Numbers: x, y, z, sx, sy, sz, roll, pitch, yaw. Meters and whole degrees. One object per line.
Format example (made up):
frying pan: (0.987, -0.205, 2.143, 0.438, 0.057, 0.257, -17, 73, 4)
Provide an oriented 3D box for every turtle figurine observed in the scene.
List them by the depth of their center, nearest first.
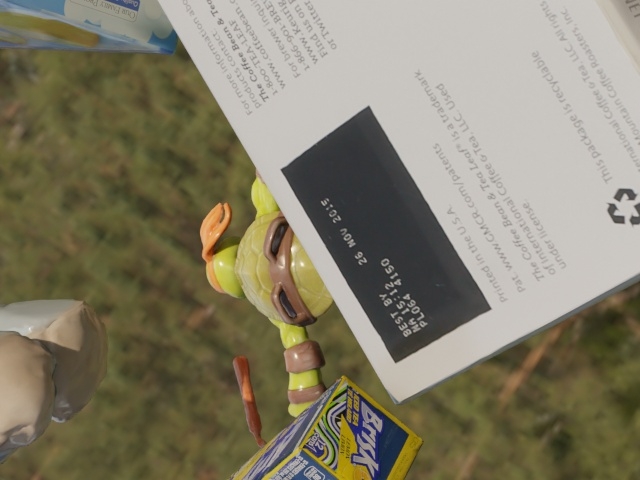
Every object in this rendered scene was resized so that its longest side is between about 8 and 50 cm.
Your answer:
turtle figurine: (0.000, 0.000, 1.025, 0.217, 0.269, 0.087, -7, 177, 35)

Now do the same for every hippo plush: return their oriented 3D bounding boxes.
hippo plush: (-0.269, 0.167, 1.004, 0.294, 0.234, 0.236, 4, 105, 33)

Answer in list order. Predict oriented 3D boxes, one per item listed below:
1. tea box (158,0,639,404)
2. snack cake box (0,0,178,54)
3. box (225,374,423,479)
tea box: (0.112, -0.140, 0.867, 0.220, 0.323, 0.329, -33, 87, 37)
snack cake box: (-0.220, -0.184, 1.047, 0.152, 0.089, 0.264, 12, 178, -41)
box: (-0.023, 0.140, 0.806, 0.054, 0.059, 0.169, 39, 132, -4)
